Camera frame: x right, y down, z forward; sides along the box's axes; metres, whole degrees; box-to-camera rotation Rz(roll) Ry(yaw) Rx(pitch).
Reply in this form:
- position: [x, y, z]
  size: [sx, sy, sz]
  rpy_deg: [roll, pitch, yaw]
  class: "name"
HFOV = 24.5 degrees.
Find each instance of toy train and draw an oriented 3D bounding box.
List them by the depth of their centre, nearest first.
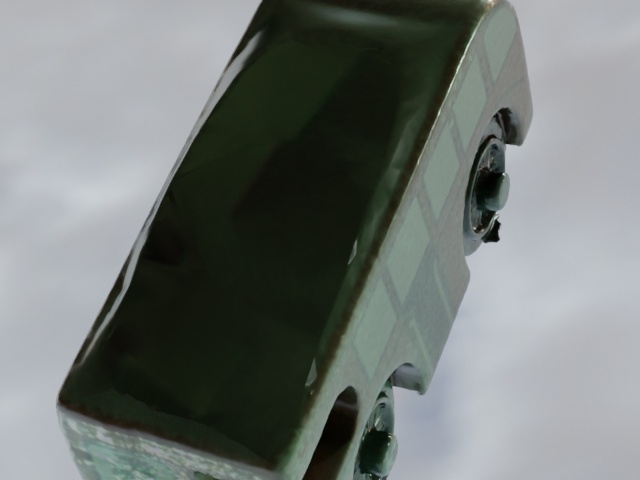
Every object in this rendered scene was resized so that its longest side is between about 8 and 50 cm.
- position: [0.000, 0.000, 0.691]
  size: [0.129, 0.159, 0.326]
  rpy_deg: [14, -118, 22]
  class: "toy train"
